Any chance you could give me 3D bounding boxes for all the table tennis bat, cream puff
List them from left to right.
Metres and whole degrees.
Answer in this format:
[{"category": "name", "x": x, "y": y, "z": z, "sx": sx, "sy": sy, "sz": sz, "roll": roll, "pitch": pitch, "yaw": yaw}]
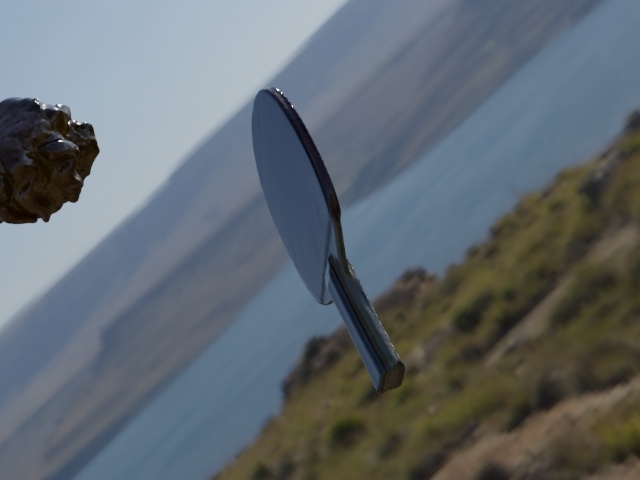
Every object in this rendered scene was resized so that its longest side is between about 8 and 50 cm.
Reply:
[{"category": "cream puff", "x": -0.229, "y": -0.057, "z": 1.335, "sx": 0.116, "sy": 0.094, "sz": 0.122, "roll": -10, "pitch": 45, "yaw": 20}, {"category": "table tennis bat", "x": 0.000, "y": 0.000, "z": 1.313, "sx": 0.021, "sy": 0.274, "sz": 0.154, "roll": -16, "pitch": -34, "yaw": -16}]
